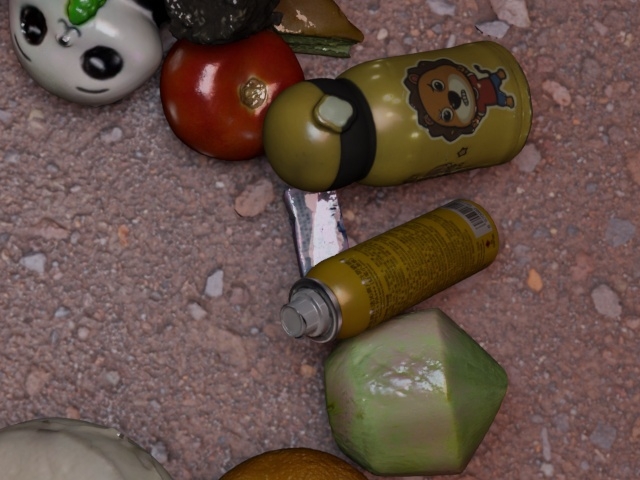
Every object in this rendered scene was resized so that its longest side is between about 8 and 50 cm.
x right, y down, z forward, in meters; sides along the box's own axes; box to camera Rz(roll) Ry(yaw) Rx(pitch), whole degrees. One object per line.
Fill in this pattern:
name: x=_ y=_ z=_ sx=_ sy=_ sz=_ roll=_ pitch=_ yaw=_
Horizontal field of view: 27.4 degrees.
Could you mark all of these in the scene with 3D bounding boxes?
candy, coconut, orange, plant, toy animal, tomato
candy: x=0.000 y=0.000 z=1.744 sx=0.073 sy=0.092 sz=0.160 roll=-13 pitch=89 yaw=-7
coconut: x=0.124 y=0.193 z=1.687 sx=0.236 sy=0.204 sz=0.235 roll=-6 pitch=59 yaw=9
orange: x=-0.043 y=0.385 z=1.624 sx=0.264 sy=0.264 sz=0.264 roll=1 pitch=83 yaw=-10
plant: x=-0.111 y=-0.320 z=1.615 sx=0.142 sy=0.131 sz=0.203 roll=17 pitch=35 yaw=21
toy animal: x=-0.281 y=-0.307 z=1.670 sx=0.213 sy=0.212 sz=0.266 roll=27 pitch=79 yaw=-6
tomato: x=-0.118 y=-0.196 z=1.718 sx=0.195 sy=0.136 sz=0.195 roll=-4 pitch=99 yaw=-29

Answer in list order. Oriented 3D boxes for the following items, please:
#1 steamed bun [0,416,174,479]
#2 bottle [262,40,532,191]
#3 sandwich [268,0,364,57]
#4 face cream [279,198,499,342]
steamed bun: x=-0.309 y=0.397 z=1.550 sx=0.375 sy=0.241 sz=0.374 roll=-6 pitch=70 yaw=18
bottle: x=0.091 y=-0.150 z=1.685 sx=0.351 sy=0.171 sz=0.171 roll=-15 pitch=86 yaw=-31
sandwich: x=-0.061 y=-0.330 z=1.772 sx=0.096 sy=0.094 sz=0.258 roll=-43 pitch=93 yaw=-13
face cream: x=0.084 y=0.044 z=1.669 sx=0.349 sy=0.105 sz=0.105 roll=-24 pitch=88 yaw=-42
